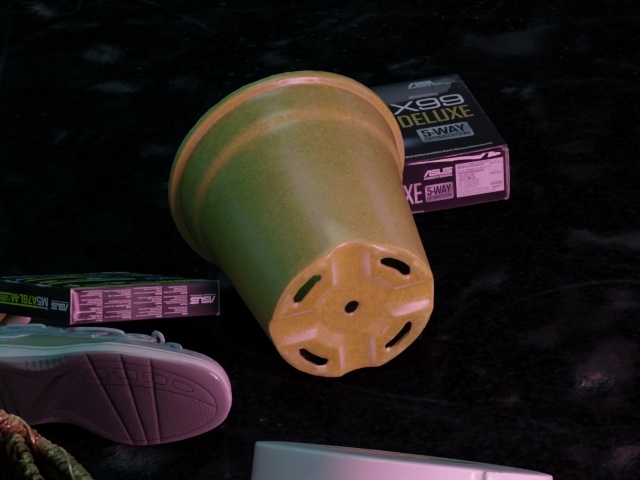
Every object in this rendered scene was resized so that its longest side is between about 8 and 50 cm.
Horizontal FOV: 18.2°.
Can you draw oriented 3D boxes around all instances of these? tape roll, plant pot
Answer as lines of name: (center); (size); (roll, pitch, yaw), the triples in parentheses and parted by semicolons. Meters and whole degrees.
tape roll: (0.058, 0.256, 1.610); (0.246, 0.169, 0.246); (6, -5, 1)
plant pot: (0.000, 0.000, 2.147); (0.276, 0.276, 0.254); (-12, 40, -13)

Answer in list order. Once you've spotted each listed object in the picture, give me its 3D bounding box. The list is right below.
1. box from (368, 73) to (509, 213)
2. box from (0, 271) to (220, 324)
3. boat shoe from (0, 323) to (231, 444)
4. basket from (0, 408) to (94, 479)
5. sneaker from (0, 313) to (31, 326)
box: (0.058, -0.109, 2.494); (0.307, 0.076, 0.242); (-9, 28, -7)
box: (-0.236, 0.061, 2.160); (0.191, 0.045, 0.184); (-2, 6, -39)
boat shoe: (-0.235, 0.135, 2.059); (0.320, 0.118, 0.103); (-1, 32, 23)
basket: (-0.261, 0.250, 1.710); (0.213, 0.223, 0.299); (-6, 26, -20)
sneaker: (-0.406, 0.101, 2.185); (0.081, 0.080, 0.211); (13, 34, 36)
